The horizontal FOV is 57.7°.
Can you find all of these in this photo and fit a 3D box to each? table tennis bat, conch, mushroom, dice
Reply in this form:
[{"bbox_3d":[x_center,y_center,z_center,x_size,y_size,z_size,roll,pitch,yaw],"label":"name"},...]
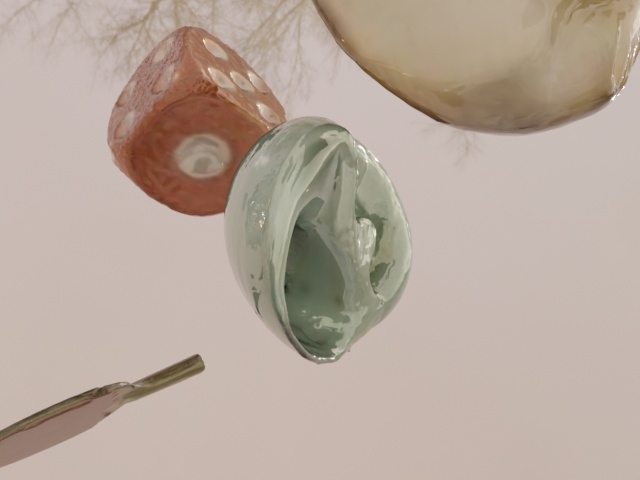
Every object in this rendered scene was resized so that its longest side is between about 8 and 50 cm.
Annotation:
[{"bbox_3d":[-0.218,0.164,0.569,0.234,0.131,0.022,-19,-110,-40],"label":"table tennis bat"},{"bbox_3d":[-0.004,0.002,0.433,0.221,0.121,0.185,44,-145,-57],"label":"conch"},{"bbox_3d":[0.108,-0.218,0.444,0.313,0.224,0.397,40,-136,-62],"label":"mushroom"},{"bbox_3d":[-0.161,-0.153,0.758,0.175,0.174,0.179,30,-152,-39],"label":"dice"}]
